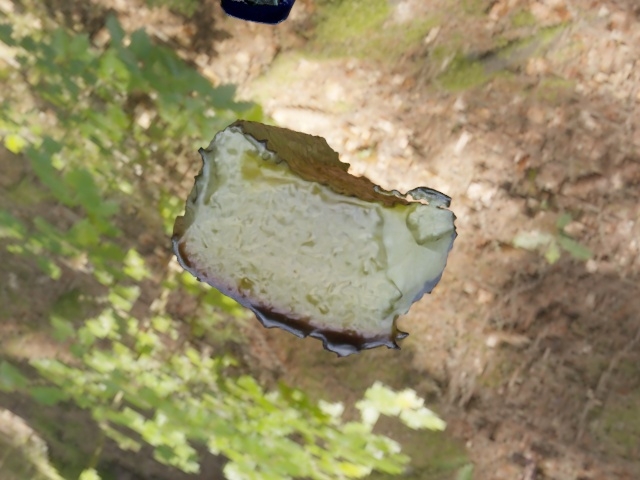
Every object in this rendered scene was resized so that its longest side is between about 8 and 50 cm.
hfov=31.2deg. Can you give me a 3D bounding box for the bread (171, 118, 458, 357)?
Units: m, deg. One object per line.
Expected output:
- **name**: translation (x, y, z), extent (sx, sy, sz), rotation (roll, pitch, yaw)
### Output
- **bread**: translation (0.000, 0.000, 0.815), extent (0.160, 0.140, 0.169), rotation (32, -166, 25)

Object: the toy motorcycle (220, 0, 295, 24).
- **toy motorcycle**: translation (-0.062, -0.303, 1.130), extent (0.125, 0.196, 0.331), rotation (10, -161, 0)
